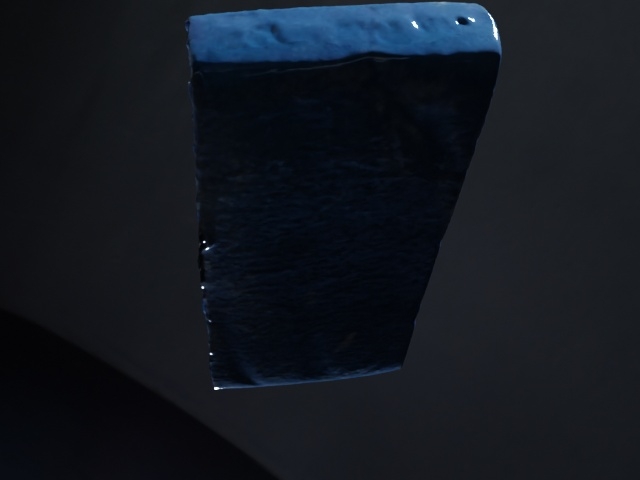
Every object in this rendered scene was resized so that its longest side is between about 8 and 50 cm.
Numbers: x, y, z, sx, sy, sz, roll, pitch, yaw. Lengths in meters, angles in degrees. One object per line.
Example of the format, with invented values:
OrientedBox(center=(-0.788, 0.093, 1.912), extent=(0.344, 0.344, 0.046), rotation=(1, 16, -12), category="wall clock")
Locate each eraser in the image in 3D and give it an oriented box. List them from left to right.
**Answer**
OrientedBox(center=(0.000, 0.000, 0.482), extent=(0.312, 0.144, 0.043), rotation=(98, -15, -54), category="eraser")
